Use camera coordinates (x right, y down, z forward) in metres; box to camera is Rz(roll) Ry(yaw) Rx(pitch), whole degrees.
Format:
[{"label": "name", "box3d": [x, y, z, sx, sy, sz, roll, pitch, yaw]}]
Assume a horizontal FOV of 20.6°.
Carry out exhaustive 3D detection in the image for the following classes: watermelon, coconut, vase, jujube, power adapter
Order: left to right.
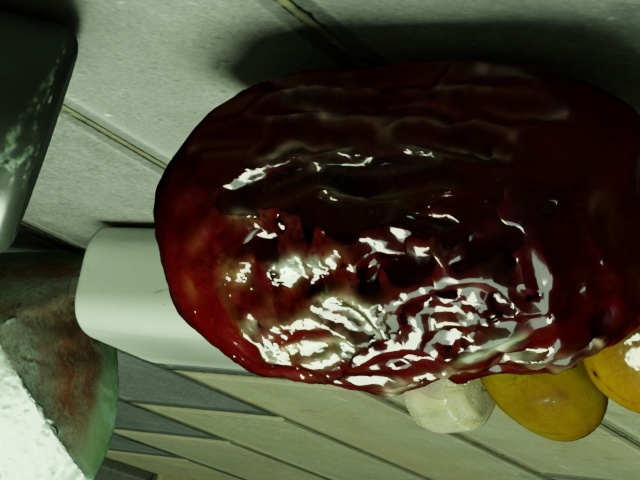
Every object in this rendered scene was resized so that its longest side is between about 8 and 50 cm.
[{"label": "vase", "box3d": [-0.346, -0.121, 1.246, 0.321, 0.173, 0.173, 20, 165, -8]}, {"label": "watermelon", "box3d": [-0.366, 0.142, 1.897, 0.228, 0.387, 0.258, -12, 145, 26]}, {"label": "power adapter", "box3d": [-0.152, 0.063, 1.865, 0.255, 0.124, 0.187, 1, 162, 32]}, {"label": "jujube", "box3d": [0.058, -0.006, 1.227, 0.377, 0.258, 0.258, 6, 166, 37]}, {"label": "coconut", "box3d": [0.155, 0.183, 2.172, 0.124, 0.110, 0.110, -7, 158, 44]}]

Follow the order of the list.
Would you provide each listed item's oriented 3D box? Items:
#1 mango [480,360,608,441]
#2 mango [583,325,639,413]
[{"label": "mango", "box3d": [0.245, 0.153, 1.986, 0.136, 0.099, 0.227, 7, 158, 35]}, {"label": "mango", "box3d": [0.341, 0.084, 1.557, 0.236, 0.136, 0.166, -4, 155, 26]}]
